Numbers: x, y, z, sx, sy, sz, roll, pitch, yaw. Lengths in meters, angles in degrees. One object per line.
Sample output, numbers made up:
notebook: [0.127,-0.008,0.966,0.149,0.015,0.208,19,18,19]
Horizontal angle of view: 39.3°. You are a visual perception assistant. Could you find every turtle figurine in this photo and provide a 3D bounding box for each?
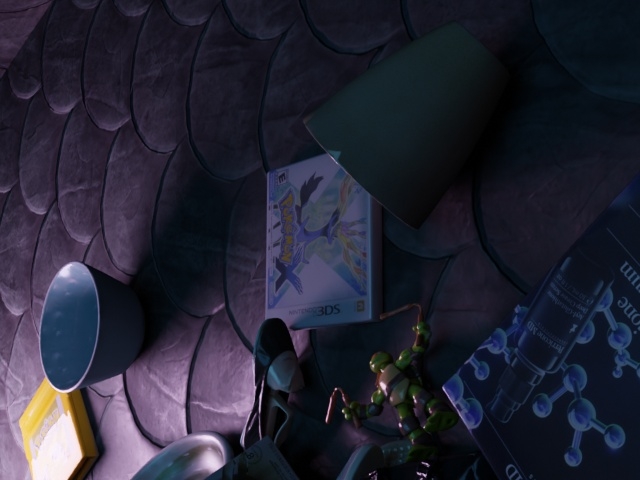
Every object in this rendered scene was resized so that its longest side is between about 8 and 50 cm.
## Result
turtle figurine: [0.126,0.254,1.446,0.269,0.087,0.217,-52,40,16]

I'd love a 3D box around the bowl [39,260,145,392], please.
bowl: [-0.536,0.212,2.160,0.311,0.163,0.311,-14,71,47]

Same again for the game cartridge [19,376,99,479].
game cartridge: [-0.702,0.522,2.373,0.285,0.052,0.324,-54,48,27]

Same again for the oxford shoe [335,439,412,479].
oxford shoe: [0.052,0.519,1.462,0.449,0.130,0.169,-57,38,4]

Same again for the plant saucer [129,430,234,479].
plant saucer: [-0.300,0.568,1.784,0.400,0.100,0.400,-35,24,18]

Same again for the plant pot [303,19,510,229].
plant pot: [0.159,-0.201,1.415,0.274,0.256,0.256,-45,49,11]

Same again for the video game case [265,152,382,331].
video game case: [0.000,0.000,1.685,0.300,0.036,0.329,-12,73,47]

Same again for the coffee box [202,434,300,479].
coffee box: [-0.164,0.499,1.548,0.168,0.297,0.119,51,163,22]

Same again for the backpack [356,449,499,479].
backpack: [0.198,0.493,1.210,0.290,0.273,0.355,-31,45,46]

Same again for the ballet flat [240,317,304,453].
ballet flat: [-0.079,0.287,1.685,0.096,0.095,0.280,20,108,39]

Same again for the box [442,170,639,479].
box: [0.392,0.166,1.068,0.395,0.212,0.293,-54,47,28]

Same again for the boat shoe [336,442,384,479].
boat shoe: [0.023,0.416,1.398,0.081,0.079,0.227,18,82,43]
